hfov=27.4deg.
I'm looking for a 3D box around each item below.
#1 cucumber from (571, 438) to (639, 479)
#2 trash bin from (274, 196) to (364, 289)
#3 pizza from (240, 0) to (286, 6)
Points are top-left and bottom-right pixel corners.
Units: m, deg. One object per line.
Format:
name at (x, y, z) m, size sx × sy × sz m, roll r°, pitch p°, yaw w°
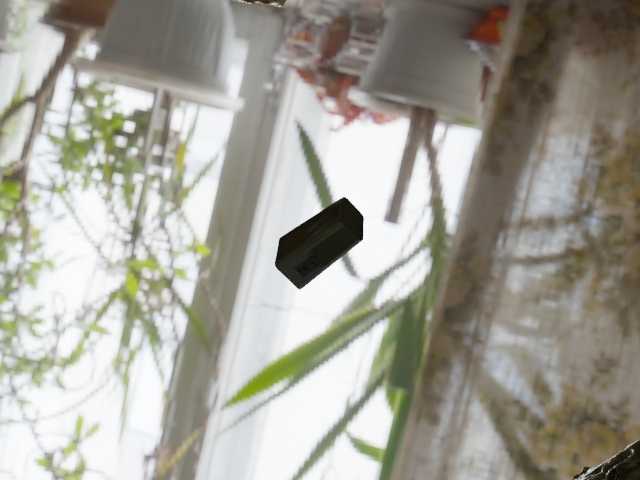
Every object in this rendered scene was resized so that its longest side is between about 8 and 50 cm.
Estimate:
cucumber at (0.063, 0.213, 0.630) m, size 0.105 × 0.325 × 0.145 m, roll 56°, pitch -146°, yaw 10°
trash bin at (0.000, 0.000, 1.391) m, size 0.043 × 0.092 × 0.061 m, roll 43°, pitch -154°, yaw -21°
pizza at (-0.110, -0.231, 0.954) m, size 0.182 × 0.062 × 0.161 m, roll 14°, pitch -151°, yaw -15°
